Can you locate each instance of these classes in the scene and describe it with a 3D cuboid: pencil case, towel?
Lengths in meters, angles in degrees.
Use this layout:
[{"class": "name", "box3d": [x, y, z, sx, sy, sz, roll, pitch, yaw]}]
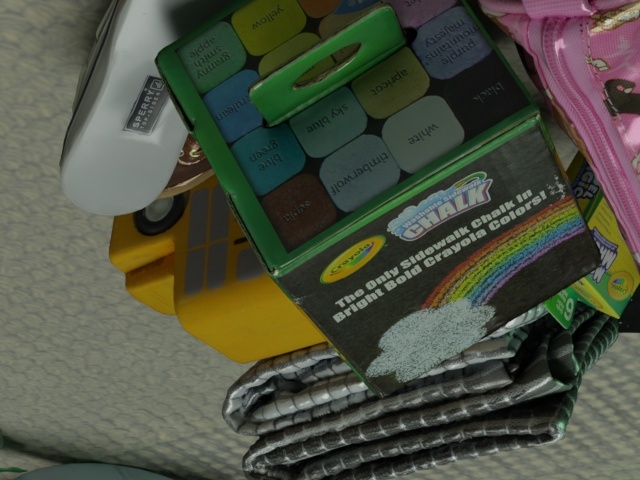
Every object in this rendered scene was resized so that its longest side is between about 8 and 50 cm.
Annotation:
[{"class": "pencil case", "box3d": [0.224, -0.072, 1.138, 0.160, 0.167, 0.386, -25, 132, 9]}, {"class": "towel", "box3d": [0.092, 0.105, 1.476, 0.283, 0.121, 0.235, -18, -177, 26]}]

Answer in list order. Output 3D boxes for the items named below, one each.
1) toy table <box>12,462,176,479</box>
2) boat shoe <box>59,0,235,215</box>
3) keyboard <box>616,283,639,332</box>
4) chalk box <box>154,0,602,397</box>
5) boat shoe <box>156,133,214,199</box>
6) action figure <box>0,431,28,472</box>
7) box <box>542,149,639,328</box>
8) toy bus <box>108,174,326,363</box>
[{"class": "toy table", "box3d": [-0.230, 0.348, 1.925, 0.274, 0.252, 0.161, 17, 131, -13]}, {"class": "boat shoe", "box3d": [-0.094, -0.133, 1.174, 0.096, 0.088, 0.267, 12, 132, -21]}, {"class": "keyboard", "box3d": [0.284, 0.033, 1.546, 0.108, 0.023, 0.180, 1, 151, -15]}, {"class": "chalk box", "box3d": [0.032, -0.062, 1.109, 0.180, 0.179, 0.289, -31, 150, 3]}, {"class": "boat shoe", "box3d": [-0.077, -0.088, 1.277, 0.207, 0.073, 0.073, -19, 145, 18]}, {"class": "action figure", "box3d": [-0.431, 0.236, 1.869, 0.232, 0.063, 0.137, -20, 148, 25]}, {"class": "box", "box3d": [0.207, -0.026, 1.286, 0.043, 0.179, 0.105, 27, 171, 39]}, {"class": "toy bus", "box3d": [0.000, 0.000, 1.370, 0.332, 0.130, 0.108, -17, 147, 28]}]
